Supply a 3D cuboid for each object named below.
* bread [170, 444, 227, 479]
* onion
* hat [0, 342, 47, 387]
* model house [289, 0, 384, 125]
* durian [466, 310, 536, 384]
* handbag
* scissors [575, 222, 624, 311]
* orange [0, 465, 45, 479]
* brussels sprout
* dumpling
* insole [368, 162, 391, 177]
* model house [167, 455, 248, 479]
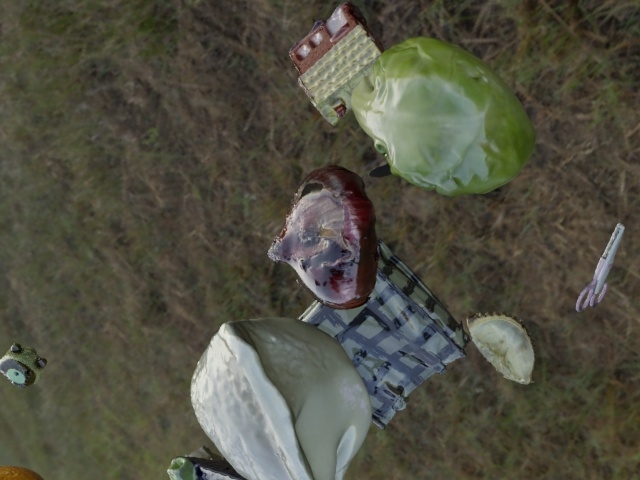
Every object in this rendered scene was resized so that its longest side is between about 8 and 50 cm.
[{"bbox_3d":[-0.138,0.481,1.373,0.102,0.183,0.337,19,158,51],"label":"bread"},{"bbox_3d":[0.000,0.000,1.557,0.272,0.195,0.272,168,90,-73],"label":"onion"},{"bbox_3d":[-0.556,0.229,1.581,0.077,0.059,0.076,35,-168,14],"label":"hat"},{"bbox_3d":[0.062,-0.384,1.901,0.160,0.196,0.254,41,-160,-38],"label":"model house"},{"bbox_3d":[0.245,0.133,1.108,0.130,0.066,0.052,43,131,-12],"label":"durian"},{"bbox_3d":[0.126,0.212,1.891,0.327,0.162,0.325,45,117,3],"label":"handbag"},{"bbox_3d":[0.503,0.049,1.494,0.022,0.085,0.176,39,126,39],"label":"scissors"},{"bbox_3d":[-0.653,0.582,1.770,0.219,0.193,0.219,7,101,40],"label":"orange"},{"bbox_3d":[0.211,-0.204,1.436,0.328,0.247,0.328,35,-174,-5],"label":"brussels sprout"},{"bbox_3d":[-0.021,0.139,0.622,0.167,0.126,0.216,64,155,26],"label":"dumpling"},{"bbox_3d":[0.136,-0.144,1.643,0.045,0.002,0.135,10,163,-23],"label":"insole"},{"bbox_3d":[-0.117,0.394,1.155,0.193,0.170,0.211,0,129,47],"label":"model house"}]
